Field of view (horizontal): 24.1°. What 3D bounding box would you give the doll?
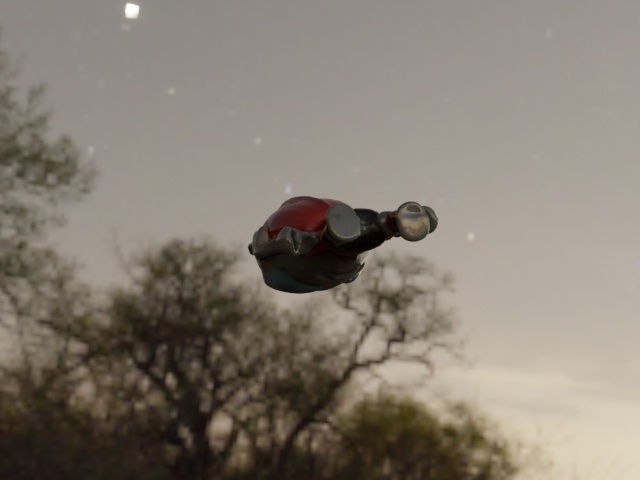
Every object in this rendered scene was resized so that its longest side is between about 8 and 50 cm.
[{"bbox_3d":[0.001,0.001,0.571,0.039,0.057,0.114,54,-24,-9],"label":"doll"}]
